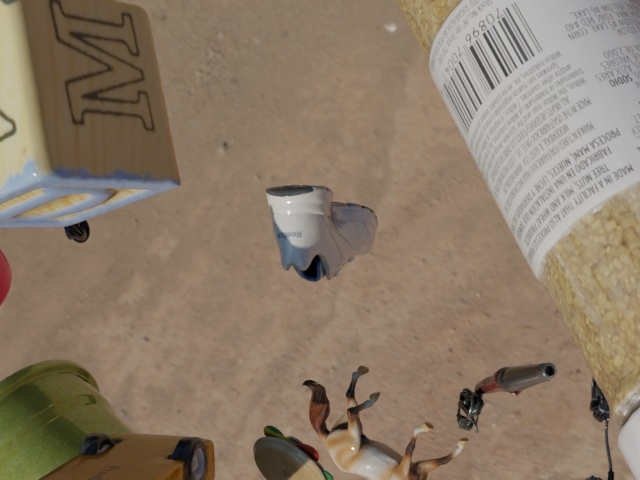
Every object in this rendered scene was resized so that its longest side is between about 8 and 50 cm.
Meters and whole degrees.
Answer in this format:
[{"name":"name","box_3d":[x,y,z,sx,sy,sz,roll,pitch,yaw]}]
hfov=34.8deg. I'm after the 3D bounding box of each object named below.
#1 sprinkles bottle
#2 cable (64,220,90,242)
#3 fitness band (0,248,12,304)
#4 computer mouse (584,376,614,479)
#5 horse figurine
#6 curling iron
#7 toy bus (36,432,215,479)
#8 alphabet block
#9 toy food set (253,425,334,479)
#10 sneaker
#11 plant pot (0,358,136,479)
[{"name":"sprinkles bottle","box_3d":[0.142,-0.042,0.508,0.121,0.121,0.355,-31,60,16]},{"name":"cable","box_3d":[-0.452,-0.082,1.846,0.047,0.150,0.184,-11,52,-13]},{"name":"fitness band","box_3d":[-0.593,0.058,1.547,0.291,0.054,0.209,26,59,39]},{"name":"computer mouse","box_3d":[0.237,0.195,0.885,0.041,0.071,0.242,4,81,-3]},{"name":"horse figurine","box_3d":[0.080,0.290,1.429,0.263,0.066,0.174,33,117,13]},{"name":"curling iron","box_3d":[0.218,0.176,1.191,0.035,0.274,0.068,18,69,-7]},{"name":"toy bus","box_3d":[-0.185,0.249,0.810,0.108,0.333,0.130,-1,95,14]},{"name":"alphabet block","box_3d":[-0.285,-0.128,1.038,0.192,0.193,0.197,-15,82,32]},{"name":"toy food set","box_3d":[-0.025,0.206,0.928,0.083,0.082,0.020,25,49,21]},{"name":"sneaker","box_3d":[0.000,0.000,1.498,0.111,0.297,0.129,-2,82,25]},{"name":"plant pot","box_3d":[-0.238,0.302,1.066,0.254,0.276,0.276,27,83,22]}]
